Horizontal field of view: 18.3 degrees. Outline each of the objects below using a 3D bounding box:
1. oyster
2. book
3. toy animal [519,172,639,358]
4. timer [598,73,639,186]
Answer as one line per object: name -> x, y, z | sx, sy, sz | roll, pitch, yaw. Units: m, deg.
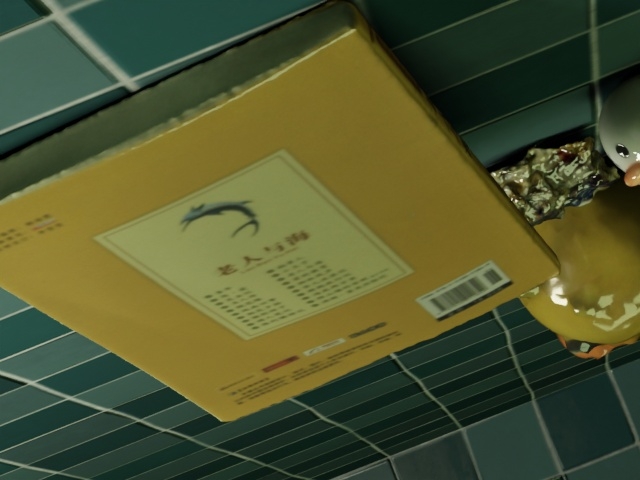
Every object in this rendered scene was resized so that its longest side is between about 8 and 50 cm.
oyster -> 0.149, -0.033, 1.499 | 0.148, 0.051, 0.103 | -14, 163, 16
book -> -0.028, 0.003, 1.184 | 0.269, 0.032, 0.389 | -24, 152, 12
toy animal -> 0.271, 0.005, 1.622 | 0.281, 0.195, 0.169 | -20, 129, -20
timer -> 0.338, -0.078, 1.386 | 0.233, 0.240, 0.233 | -50, 176, -5
